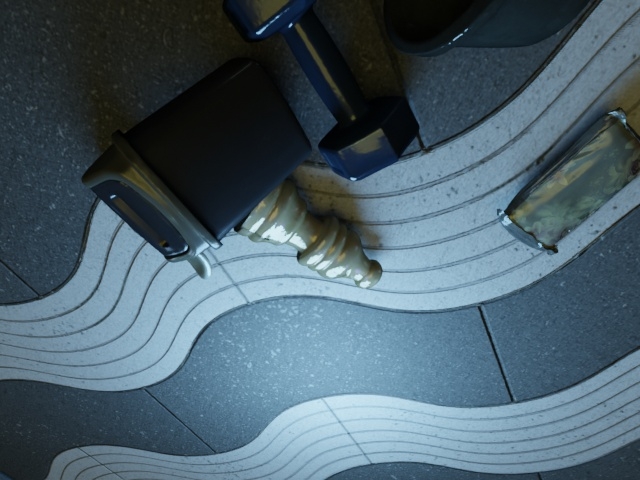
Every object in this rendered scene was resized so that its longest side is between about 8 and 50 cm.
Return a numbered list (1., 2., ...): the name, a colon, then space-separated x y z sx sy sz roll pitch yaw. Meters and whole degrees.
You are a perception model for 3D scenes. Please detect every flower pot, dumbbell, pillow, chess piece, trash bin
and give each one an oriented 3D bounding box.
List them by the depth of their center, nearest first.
1. flower pot: 0.211 -0.329 0.470 0.166 0.269 0.269 8 128 -24
2. dumbbell: 0.009 -0.246 0.591 0.144 0.160 0.324 -6 130 48
3. trash bin: -0.177 -0.120 0.620 0.290 0.182 0.209 -42 123 -8
4. pillow: 0.439 -0.090 0.708 0.169 0.059 0.255 31 121 -16
5. chess piece: 0.000 0.000 0.797 0.307 0.124 0.138 31 90 -20

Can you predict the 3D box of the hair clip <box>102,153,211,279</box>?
1. hair clip: -0.299 -0.044 0.768 0.282 0.113 0.173 40 158 -31
